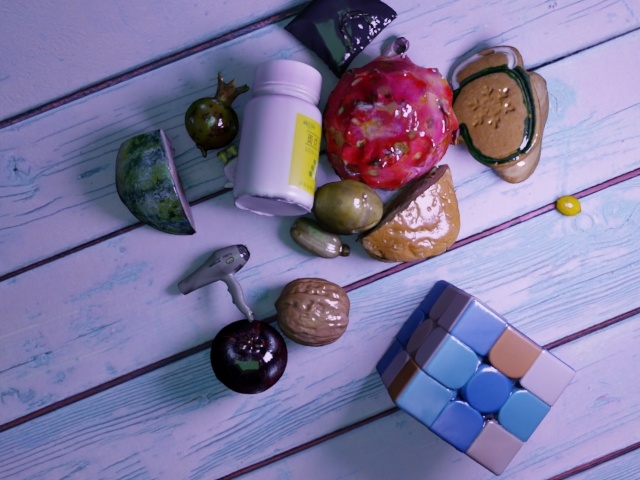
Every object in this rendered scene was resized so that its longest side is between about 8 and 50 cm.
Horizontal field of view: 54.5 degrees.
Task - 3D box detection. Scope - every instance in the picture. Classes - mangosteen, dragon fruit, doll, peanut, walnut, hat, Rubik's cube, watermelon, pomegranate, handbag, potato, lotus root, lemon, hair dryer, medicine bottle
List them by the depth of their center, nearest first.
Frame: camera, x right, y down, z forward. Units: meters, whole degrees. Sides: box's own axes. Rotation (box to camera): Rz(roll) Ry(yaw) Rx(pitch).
[{"bbox_3d":[-0.107,-0.263,1.643,0.214,0.213,0.378,6,79,-4],"label":"medicine bottle"},{"bbox_3d":[0.180,-0.320,1.661,0.387,0.249,0.370,6,93,9],"label":"dragon fruit"},{"bbox_3d":[0.067,-0.088,1.673,0.197,0.228,0.148,26,78,-31],"label":"potato"},{"bbox_3d":[-0.270,-0.338,1.677,0.220,0.156,0.156,-39,96,15],"label":"pomegranate"},{"bbox_3d":[0.400,0.352,1.695,0.347,0.347,0.344,35,91,-7],"label":"Rubik's cube"},{"bbox_3d":[-0.441,-0.142,1.706,0.224,0.180,0.305,-8,103,41],"label":"watermelon"},{"bbox_3d":[0.060,-0.603,1.721,0.211,0.089,0.254,43,87,-4],"label":"handbag"},{"bbox_3d":[-0.196,0.330,1.735,0.216,0.216,0.216,0,95,-4],"label":"mangosteen"},{"bbox_3d":[-0.025,0.197,1.736,0.214,0.213,0.213,0,95,-4],"label":"walnut"},{"bbox_3d":[-0.207,-0.174,1.741,0.129,0.081,0.207,-35,99,2],"label":"doll"},{"bbox_3d":[-0.295,0.134,1.748,0.219,0.088,0.224,-12,75,16],"label":"hair dryer"},{"bbox_3d":[0.558,-0.319,1.753,0.148,0.147,0.318,10,93,-5],"label":"peanut"},{"bbox_3d":[0.218,-0.539,1.764,0.058,0.042,0.087,40,125,7],"label":"hat"},{"bbox_3d":[0.000,0.000,1.770,0.183,0.077,0.090,26,85,-3],"label":"lotus root"},{"bbox_3d":[0.727,-0.100,1.819,0.083,0.062,0.062,27,93,-10],"label":"lemon"}]

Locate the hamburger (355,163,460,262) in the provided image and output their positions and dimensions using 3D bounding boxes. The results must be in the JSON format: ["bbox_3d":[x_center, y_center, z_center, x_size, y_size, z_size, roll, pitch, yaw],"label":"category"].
[{"bbox_3d":[0.286,-0.041,1.737,0.330,0.162,0.209,-44,104,-7],"label":"hamburger"}]

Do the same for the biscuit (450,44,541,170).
[{"bbox_3d":[0.452,-0.357,1.713,0.288,0.057,0.343,-17,74,31],"label":"biscuit"}]
